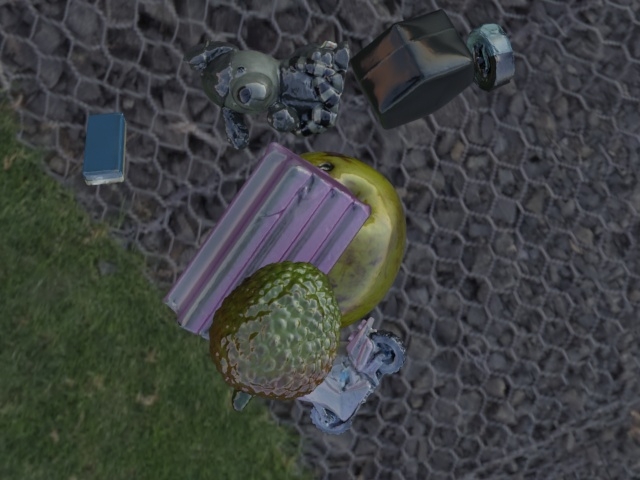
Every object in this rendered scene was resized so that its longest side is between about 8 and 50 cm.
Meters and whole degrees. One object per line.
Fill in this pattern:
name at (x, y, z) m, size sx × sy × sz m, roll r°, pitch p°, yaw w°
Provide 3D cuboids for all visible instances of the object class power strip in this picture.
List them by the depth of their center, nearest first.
power strip at (-0.318, -0.138, 1.409) m, size 0.056 × 0.123 × 0.032 m, roll -5°, pitch 144°, yaw 0°

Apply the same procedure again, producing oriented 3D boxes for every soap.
soap at (-0.053, 0.015, 0.961) m, size 0.122 × 0.065 × 0.203 m, roll 31°, pitch 97°, yaw -40°

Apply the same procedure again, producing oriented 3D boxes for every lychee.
lychee at (-0.040, 0.083, 0.814) m, size 0.114 × 0.114 × 0.146 m, roll 19°, pitch 113°, yaw -13°

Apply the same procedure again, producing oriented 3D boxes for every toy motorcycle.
toy motorcycle at (0.011, 0.204, 1.598) m, size 0.204 × 0.108 × 0.239 m, roll 38°, pitch 106°, yaw 3°

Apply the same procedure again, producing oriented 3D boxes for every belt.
belt at (0.345, -0.373, 1.946) m, size 0.058 × 0.105 × 0.140 m, roll -23°, pitch 116°, yaw -19°

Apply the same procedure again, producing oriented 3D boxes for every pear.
pear at (0.000, 0.000, 1.446) m, size 0.284 × 0.283 × 0.283 m, roll -1°, pitch 118°, yaw -3°

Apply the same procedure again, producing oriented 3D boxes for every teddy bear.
teddy bear at (-0.080, -0.219, 1.466) m, size 0.251 × 0.144 × 0.171 m, roll -5°, pitch 115°, yaw -6°

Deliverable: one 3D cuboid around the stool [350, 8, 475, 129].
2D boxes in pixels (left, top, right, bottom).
stool at (0.177, -0.325, 1.811) m, size 0.232 × 0.232 × 0.141 m, roll -29°, pitch 78°, yaw 11°
